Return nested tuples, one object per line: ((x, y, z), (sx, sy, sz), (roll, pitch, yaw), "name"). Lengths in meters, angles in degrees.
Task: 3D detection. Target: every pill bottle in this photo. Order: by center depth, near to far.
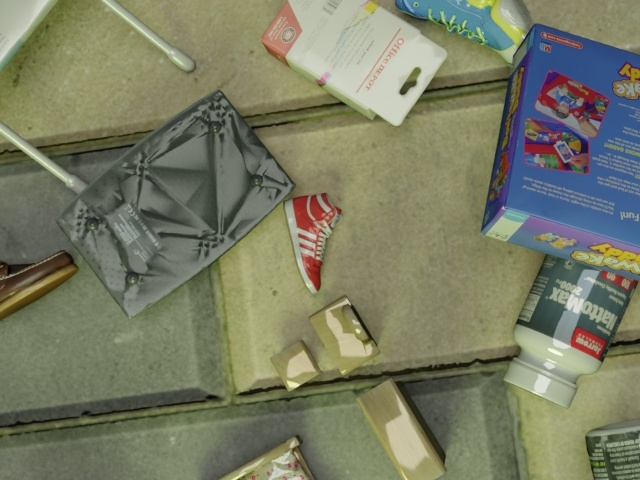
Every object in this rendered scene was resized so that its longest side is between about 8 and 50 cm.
((0.378, 0.320, 1.365), (0.130, 0.130, 0.246), (-11, 83, 5), "pill bottle")
((0.281, 0.093, 1.411), (0.108, 0.108, 0.180), (24, 87, 8), "pill bottle")

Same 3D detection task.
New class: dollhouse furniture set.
((-0.047, 0.277, 1.391), (0.355, 0.174, 0.303), (-31, 81, 2), "dollhouse furniture set")

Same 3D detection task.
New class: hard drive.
((-0.172, -0.043, 1.498), (0.254, 0.054, 0.172), (-39, 82, 1), "hard drive")

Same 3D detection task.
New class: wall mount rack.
((-0.344, -0.232, 1.506), (0.304, 0.130, 0.350), (38, 89, 12), "wall mount rack")

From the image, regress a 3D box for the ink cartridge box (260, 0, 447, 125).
((0.043, -0.226, 1.490), (0.198, 0.067, 0.115), (35, 89, 10), "ink cartridge box")

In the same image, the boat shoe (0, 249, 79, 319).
((-0.394, 0.062, 1.500), (0.207, 0.073, 0.073), (-30, 84, 2), "boat shoe")

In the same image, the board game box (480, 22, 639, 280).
((0.367, -0.075, 1.364), (0.347, 0.078, 0.233), (16, 67, -6), "board game box")

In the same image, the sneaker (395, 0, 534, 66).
((0.169, -0.276, 1.485), (0.126, 0.091, 0.240), (-31, 82, 20), "sneaker")

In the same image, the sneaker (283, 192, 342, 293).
((0.000, 0.000, 1.482), (0.067, 0.042, 0.118), (-15, 80, 7), "sneaker")
